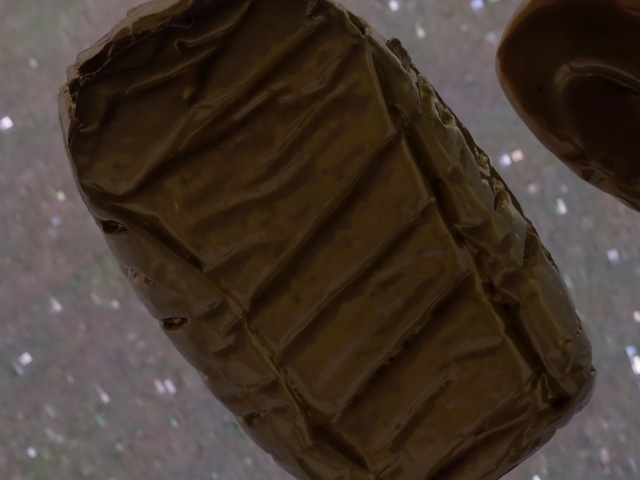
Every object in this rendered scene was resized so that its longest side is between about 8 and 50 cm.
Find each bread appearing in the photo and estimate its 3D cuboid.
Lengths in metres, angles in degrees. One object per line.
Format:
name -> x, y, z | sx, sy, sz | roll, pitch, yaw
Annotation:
bread -> 0.165, -0.093, 0.944 | 0.085, 0.134, 0.173 | -46, -176, 36
bread -> 0.000, 0.000, 0.747 | 0.140, 0.236, 0.106 | -37, -158, -1
